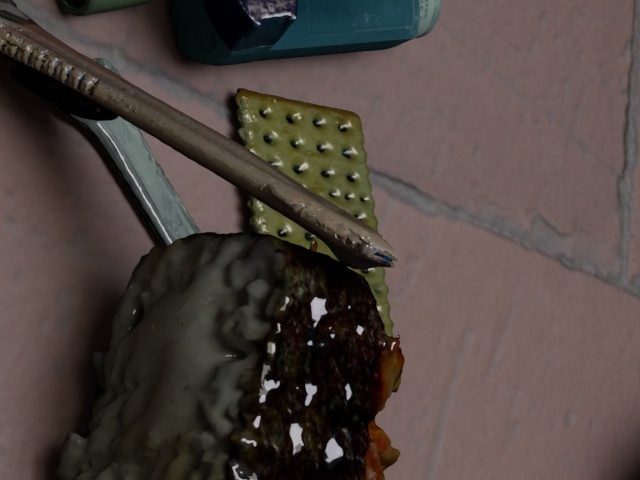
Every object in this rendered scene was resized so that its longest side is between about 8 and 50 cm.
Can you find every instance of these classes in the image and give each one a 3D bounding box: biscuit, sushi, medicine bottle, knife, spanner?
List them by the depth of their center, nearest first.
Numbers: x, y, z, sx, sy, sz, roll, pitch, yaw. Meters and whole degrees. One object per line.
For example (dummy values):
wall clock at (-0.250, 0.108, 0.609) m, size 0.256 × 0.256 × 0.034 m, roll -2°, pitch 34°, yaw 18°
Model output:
sushi at (-0.059, 0.143, 1.263) m, size 0.182 × 0.196 × 0.343 m, roll 34°, pitch 63°, yaw -47°
knife at (-0.102, -0.069, 1.266) m, size 0.365 × 0.043 × 0.089 m, roll 31°, pitch 16°, yaw 20°
spanner at (-0.099, -0.002, 1.387) m, size 0.071 × 0.017 × 0.302 m, roll -38°, pitch 100°, yaw -43°
biscuit at (0.000, 0.000, 1.466) m, size 0.139 × 0.016 × 0.232 m, roll 8°, pitch 67°, yaw -42°
medicine bottle at (-0.004, -0.184, 1.467) m, size 0.258 × 0.124 × 0.079 m, roll -9°, pitch 78°, yaw -45°

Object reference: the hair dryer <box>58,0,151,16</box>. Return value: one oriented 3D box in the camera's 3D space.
hair dryer at (-0.178, -0.235, 1.397) m, size 0.071 × 0.047 × 0.150 m, roll -18°, pitch 76°, yaw -45°
